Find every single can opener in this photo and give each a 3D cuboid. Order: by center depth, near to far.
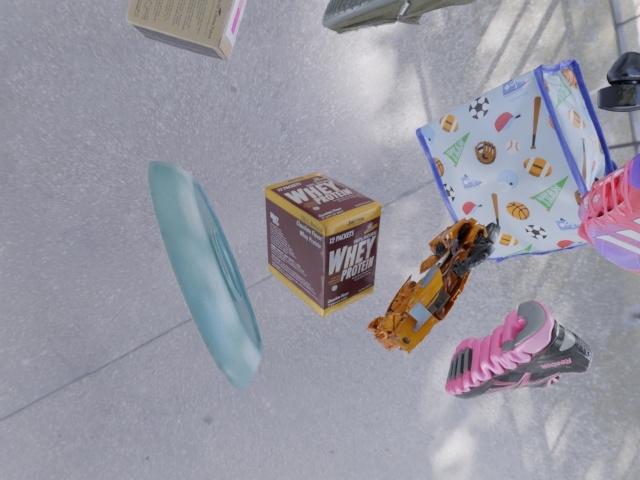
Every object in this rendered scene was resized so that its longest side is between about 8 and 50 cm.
[{"bbox_3d":[0.411,-0.188,0.504,0.059,0.186,0.073,-12,104,-27],"label":"can opener"}]

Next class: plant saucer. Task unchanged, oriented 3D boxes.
[{"bbox_3d":[-0.140,0.039,0.602,0.043,0.317,0.318,-21,97,-7],"label":"plant saucer"}]

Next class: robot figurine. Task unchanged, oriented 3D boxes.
[{"bbox_3d":[0.208,0.073,0.822,0.085,0.211,0.291,39,76,3],"label":"robot figurine"}]

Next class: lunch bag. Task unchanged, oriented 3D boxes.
[{"bbox_3d":[0.459,-0.153,1.029,0.238,0.327,0.386,-24,92,-36],"label":"lunch bag"}]

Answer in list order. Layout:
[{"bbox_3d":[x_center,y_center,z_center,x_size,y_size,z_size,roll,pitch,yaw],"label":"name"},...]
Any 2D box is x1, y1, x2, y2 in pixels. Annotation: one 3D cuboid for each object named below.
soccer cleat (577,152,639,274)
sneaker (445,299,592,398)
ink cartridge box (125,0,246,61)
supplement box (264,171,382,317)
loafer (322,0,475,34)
[{"bbox_3d":[0.322,-0.032,0.461,0.318,0.116,0.109,25,91,-56],"label":"soccer cleat"},{"bbox_3d":[0.132,0.088,0.311,0.057,0.119,0.047,27,54,-3],"label":"sneaker"},{"bbox_3d":[-0.243,-0.496,0.877,0.193,0.088,0.235,18,93,1],"label":"ink cartridge box"},{"bbox_3d":[0.000,0.000,0.861,0.129,0.191,0.194,-21,127,-32],"label":"supplement box"},{"bbox_3d":[0.110,-0.333,0.631,0.087,0.251,0.095,39,64,-43],"label":"loafer"}]
